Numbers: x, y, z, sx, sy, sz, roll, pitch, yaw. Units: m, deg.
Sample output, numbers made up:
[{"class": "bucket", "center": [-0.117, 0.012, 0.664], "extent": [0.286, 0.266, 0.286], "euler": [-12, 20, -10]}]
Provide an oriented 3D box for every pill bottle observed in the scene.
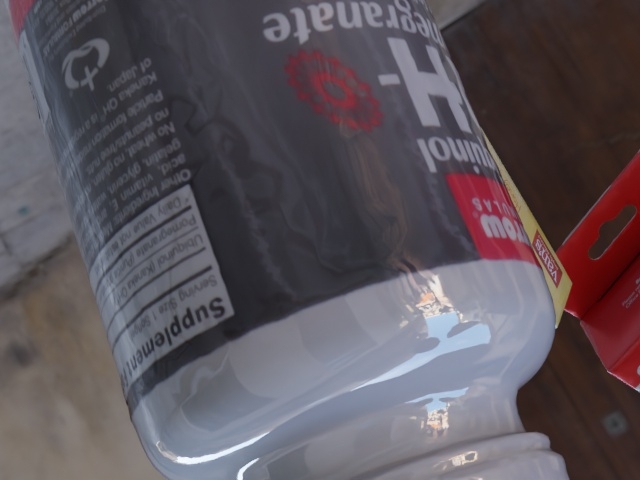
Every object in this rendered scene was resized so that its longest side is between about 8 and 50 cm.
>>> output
[{"class": "pill bottle", "center": [-0.009, -0.002, 0.557], "extent": [0.176, 0.318, 0.176], "euler": [-19, 162, -6]}]

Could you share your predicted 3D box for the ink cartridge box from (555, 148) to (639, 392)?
[{"class": "ink cartridge box", "center": [0.271, 0.054, 0.882], "extent": [0.134, 0.231, 0.078], "euler": [-54, -163, 17]}]

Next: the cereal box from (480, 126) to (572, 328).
[{"class": "cereal box", "center": [0.000, 0.000, 0.769], "extent": [0.240, 0.173, 0.047], "euler": [-17, -152, 35]}]
